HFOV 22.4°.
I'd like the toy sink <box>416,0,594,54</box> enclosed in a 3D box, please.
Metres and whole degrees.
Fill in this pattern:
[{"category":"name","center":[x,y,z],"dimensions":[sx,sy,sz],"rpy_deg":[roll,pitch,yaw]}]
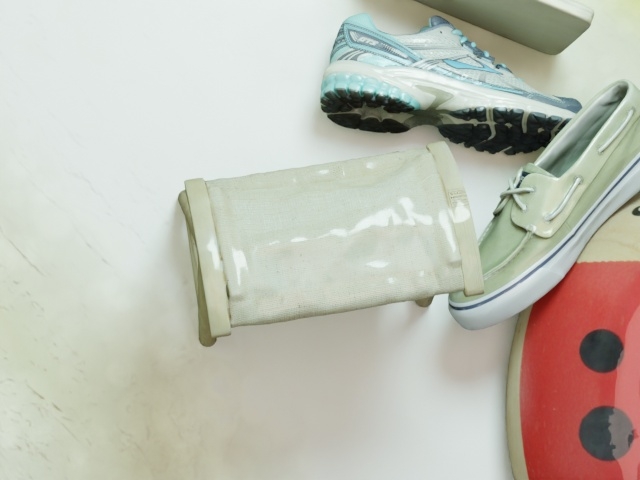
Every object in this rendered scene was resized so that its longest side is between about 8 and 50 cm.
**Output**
[{"category":"toy sink","center":[0.177,-0.308,1.674],"dimensions":[0.234,0.153,0.131],"rpy_deg":[22,82,-3]}]

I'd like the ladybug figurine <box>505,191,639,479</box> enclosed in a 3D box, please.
[{"category":"ladybug figurine","center":[0.347,0.161,1.640],"dimensions":[0.305,0.162,0.449],"rpy_deg":[4,84,-7]}]

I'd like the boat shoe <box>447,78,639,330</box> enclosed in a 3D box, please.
[{"category":"boat shoe","center":[0.229,-0.039,1.638],"dimensions":[0.302,0.109,0.094],"rpy_deg":[-45,116,-9]}]

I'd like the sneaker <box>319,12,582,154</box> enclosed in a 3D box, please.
[{"category":"sneaker","center":[0.144,-0.173,1.681],"dimensions":[0.283,0.110,0.122],"rpy_deg":[10,70,-11]}]

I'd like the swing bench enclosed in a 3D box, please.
[{"category":"swing bench","center":[0.000,0.000,1.567],"dimensions":[0.253,0.254,0.165],"rpy_deg":[-8,85,-8]}]
